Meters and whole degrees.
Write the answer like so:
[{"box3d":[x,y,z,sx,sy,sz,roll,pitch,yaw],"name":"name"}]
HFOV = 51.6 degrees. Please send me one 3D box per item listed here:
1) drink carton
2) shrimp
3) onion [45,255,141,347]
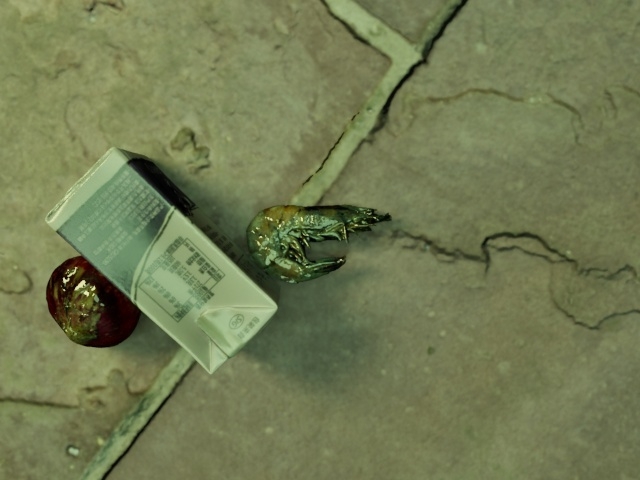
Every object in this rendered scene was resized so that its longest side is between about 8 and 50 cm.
[{"box3d":[-0.148,0.017,0.682,0.222,0.134,0.102,44,89,-5],"name":"drink carton"},{"box3d":[0.000,0.000,0.732,0.161,0.034,0.091,-7,79,0],"name":"shrimp"},{"box3d":[-0.239,0.063,0.706,0.107,0.097,0.107,15,123,24],"name":"onion"}]
